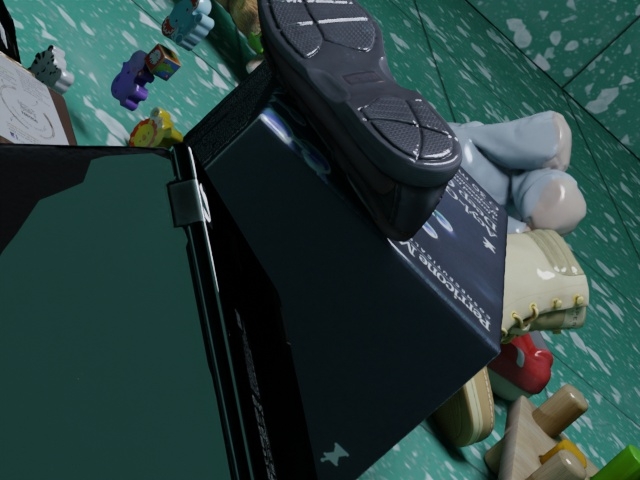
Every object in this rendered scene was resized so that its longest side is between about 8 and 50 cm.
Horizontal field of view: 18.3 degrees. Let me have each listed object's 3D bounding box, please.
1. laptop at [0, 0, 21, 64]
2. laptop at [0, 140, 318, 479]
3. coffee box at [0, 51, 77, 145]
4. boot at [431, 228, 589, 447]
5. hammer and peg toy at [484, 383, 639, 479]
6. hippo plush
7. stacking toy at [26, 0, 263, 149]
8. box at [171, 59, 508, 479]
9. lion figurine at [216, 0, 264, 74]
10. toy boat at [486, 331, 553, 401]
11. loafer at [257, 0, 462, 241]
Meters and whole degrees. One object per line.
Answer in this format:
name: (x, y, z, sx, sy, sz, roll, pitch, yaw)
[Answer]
laptop: (-0.377, -0.217, 1.779, 0.234, 0.136, 0.264, -110, 177, -51)
laptop: (-0.143, 0.156, 1.219, 0.408, 0.236, 0.382, 62, 15, -65)
coffee box: (-0.242, -0.016, 1.430, 0.098, 0.141, 0.246, 34, 22, -36)
boot: (0.198, 0.096, 2.117, 0.203, 0.095, 0.262, 2, 54, -25)
hammer and peg toy: (0.317, 0.328, 2.009, 0.361, 0.127, 0.266, 45, 17, -5)
hippo plush: (0.204, -0.037, 2.534, 0.294, 0.234, 0.236, 9, -14, 17)
stacking toy: (-0.149, -0.181, 1.881, 0.167, 0.221, 0.052, 29, 25, -46)
box: (0.000, 0.000, 1.853, 0.293, 0.212, 0.395, 44, 18, -9)
lion figurine: (-0.109, -0.338, 2.482, 0.240, 0.142, 0.392, 42, 12, -39)
toy boat: (0.199, 0.070, 2.268, 0.231, 0.151, 0.151, 34, 21, -36)
loafer: (0.015, -0.119, 1.688, 0.109, 0.095, 0.302, -5, 41, -29)
